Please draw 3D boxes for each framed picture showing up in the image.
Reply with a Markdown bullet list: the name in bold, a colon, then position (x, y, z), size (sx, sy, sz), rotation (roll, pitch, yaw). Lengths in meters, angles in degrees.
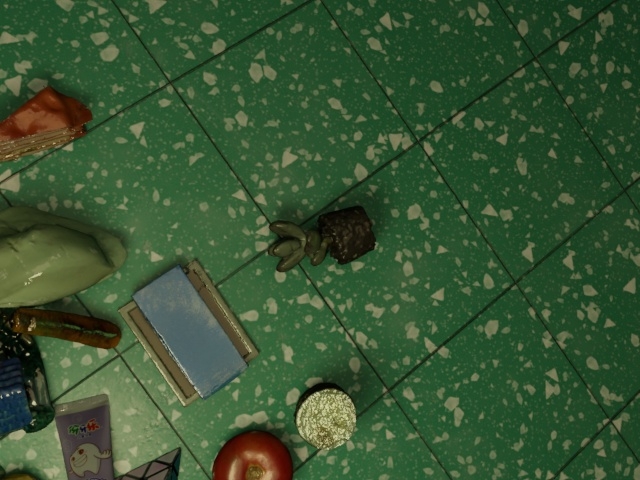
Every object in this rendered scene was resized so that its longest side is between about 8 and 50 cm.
- **framed picture**: position (-0.325, 0.230, 1.689), size (0.231, 0.018, 0.293), rotation (-34, 93, -17)

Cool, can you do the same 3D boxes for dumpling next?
- **dumpling**: position (-0.639, 0.055, 1.525), size (0.270, 0.320, 0.211), rotation (21, 94, 22)

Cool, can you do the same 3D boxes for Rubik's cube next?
- **Rubik's cube**: position (-0.416, 0.591, 1.533), size (0.190, 0.178, 0.211), rotation (4, 80, -13)

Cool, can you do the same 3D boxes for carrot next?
- **carrot**: position (-0.573, 0.199, 1.536), size (0.260, 0.070, 0.070), rotation (21, 75, -46)

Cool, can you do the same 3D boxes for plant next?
- **plant**: position (0.002, 0.002, 1.749), size (0.275, 0.149, 0.146), rotation (-12, 85, -15)

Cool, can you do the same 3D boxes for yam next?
- **yam**: position (0.009, 0.421, 1.651), size (0.154, 0.254, 0.154), rotation (0, 85, -4)

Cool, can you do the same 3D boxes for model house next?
- **model house**: position (-0.712, 0.268, 1.387), size (0.252, 0.329, 0.295), rotation (-12, 77, -19)

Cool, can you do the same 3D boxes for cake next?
- **cake**: position (-0.697, -0.271, 1.614), size (0.287, 0.098, 0.135), rotation (-30, 93, -22)

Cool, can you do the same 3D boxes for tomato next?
- **tomato**: position (-0.163, 0.553, 1.629), size (0.195, 0.136, 0.195), rotation (2, 82, -13)

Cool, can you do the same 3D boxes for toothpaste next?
- **toothpaste**: position (-0.517, 0.536, 1.527), size (0.125, 0.080, 0.371), rotation (-10, 61, -16)

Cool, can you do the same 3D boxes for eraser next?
- **eraser**: position (-0.318, 0.225, 1.660), size (0.144, 0.042, 0.312), rotation (-35, 93, -18)

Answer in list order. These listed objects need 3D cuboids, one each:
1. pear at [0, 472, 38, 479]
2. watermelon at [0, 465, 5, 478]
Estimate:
- **pear**: position (-0.668, 0.600, 1.462), size (0.178, 0.178, 0.178), rotation (2, 82, -16)
- **watermelon**: position (-0.799, 0.512, 1.499), size (0.180, 0.081, 0.094), rotation (6, 106, -10)
